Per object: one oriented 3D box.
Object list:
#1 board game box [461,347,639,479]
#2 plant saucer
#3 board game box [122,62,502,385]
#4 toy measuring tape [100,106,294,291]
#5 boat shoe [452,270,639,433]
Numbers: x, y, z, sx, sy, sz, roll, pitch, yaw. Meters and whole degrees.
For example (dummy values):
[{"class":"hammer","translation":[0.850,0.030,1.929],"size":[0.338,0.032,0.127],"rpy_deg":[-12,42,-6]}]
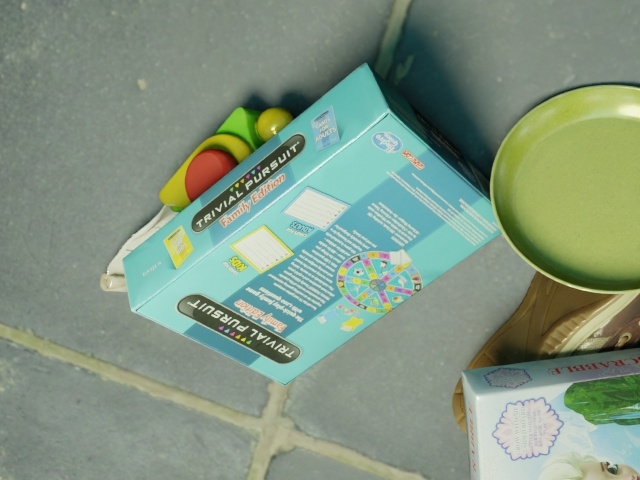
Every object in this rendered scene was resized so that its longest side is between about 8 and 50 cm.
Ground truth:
[{"class":"board game box","translation":[0.319,0.272,1.067],"size":[0.317,0.066,0.319],"rpy_deg":[-8,107,-3]},{"class":"plant saucer","translation":[0.297,-0.050,1.039],"size":[0.240,0.037,0.241],"rpy_deg":[-5,63,10]},{"class":"board game box","translation":[0.000,0.000,1.075],"size":[0.336,0.079,0.253],"rpy_deg":[-36,137,18]},{"class":"toy measuring tape","translation":[-0.132,-0.019,1.150],"size":[0.121,0.121,0.330],"rpy_deg":[42,114,-3]},{"class":"boat shoe","translation":[0.295,0.098,1.117],"size":[0.123,0.123,0.342],"rpy_deg":[31,101,-31]}]
